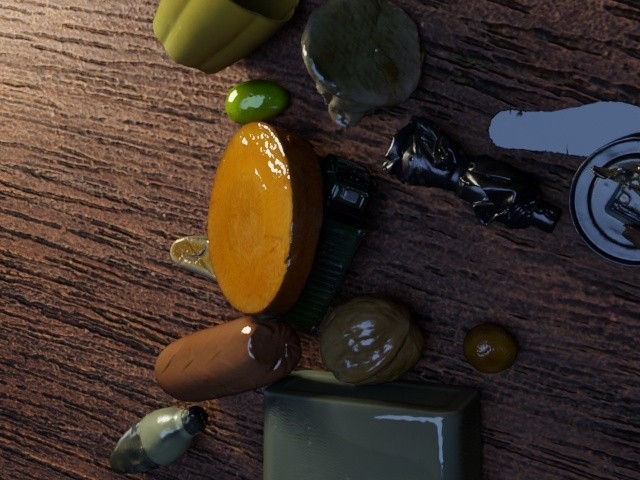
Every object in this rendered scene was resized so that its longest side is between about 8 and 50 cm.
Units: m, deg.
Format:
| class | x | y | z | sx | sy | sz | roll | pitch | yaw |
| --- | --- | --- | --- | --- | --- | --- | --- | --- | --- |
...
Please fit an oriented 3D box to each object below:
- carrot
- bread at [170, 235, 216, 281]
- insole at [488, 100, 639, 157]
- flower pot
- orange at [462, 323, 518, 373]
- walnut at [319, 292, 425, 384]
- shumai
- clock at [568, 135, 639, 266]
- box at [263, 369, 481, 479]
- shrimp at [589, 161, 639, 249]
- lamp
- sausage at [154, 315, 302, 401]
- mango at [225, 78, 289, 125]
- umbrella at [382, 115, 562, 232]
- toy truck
| class | x | y | z | sx | sy | sz | roll | pitch | yaw |
| --- | --- | --- | --- | --- | --- | --- | --- | --- | --- |
| carrot | -0.082 | -0.027 | 1.409 | 0.258 | 0.100 | 0.307 | -31 | 59 | 52 |
| bread | -0.155 | 0.041 | 1.557 | 0.214 | 0.053 | 0.073 | 19 | 93 | 16 |
| insole | 0.356 | -0.159 | 1.311 | 0.232 | 0.003 | 0.080 | 1 | 100 | 25 |
| flower pot | -0.159 | -0.364 | 1.421 | 0.179 | 0.195 | 0.195 | -39 | 82 | 39 |
| orange | 0.257 | 0.164 | 1.377 | 0.085 | 0.085 | 0.085 | 5 | 102 | 24 |
| walnut | 0.076 | 0.158 | 1.422 | 0.167 | 0.149 | 0.166 | 11 | 137 | 11 |
| shumai | 0.055 | -0.267 | 1.374 | 0.201 | 0.201 | 0.120 | 61 | 157 | 3 |
| clock | 0.442 | -0.056 | 1.268 | 0.184 | 0.040 | 0.184 | 6 | 105 | 23 |
| box | 0.081 | 0.403 | 1.454 | 0.352 | 0.177 | 0.343 | 2 | 98 | 25 |
| shrimp | 0.475 | -0.025 | 1.208 | 0.254 | 0.059 | 0.145 | 14 | 118 | 14 |
| lamp | -0.300 | 0.365 | 1.660 | 0.250 | 0.101 | 0.101 | -30 | 86 | 29 |
| sausage | -0.155 | 0.197 | 1.508 | 0.304 | 0.121 | 0.121 | -22 | 90 | 46 |
| mango | -0.103 | -0.226 | 1.483 | 0.108 | 0.056 | 0.073 | -5 | 102 | 13 |
| umbrella | 0.222 | -0.087 | 1.328 | 0.272 | 0.110 | 0.122 | 30 | 150 | 19 |
| toy truck | 0.000 | 0.000 | 1.430 | 0.088 | 0.121 | 0.259 | 18 | 110 | -18 |
